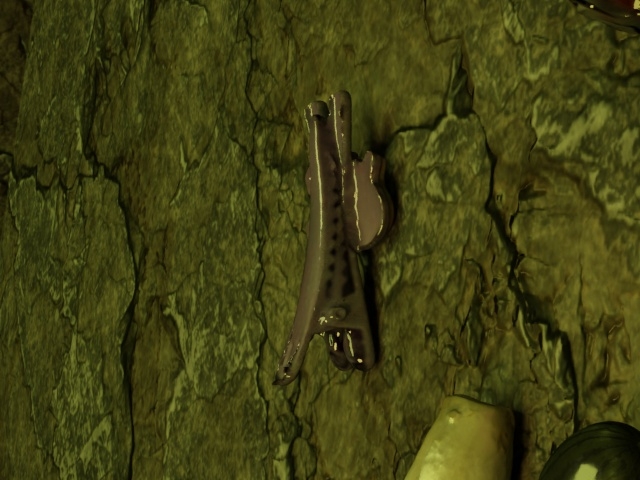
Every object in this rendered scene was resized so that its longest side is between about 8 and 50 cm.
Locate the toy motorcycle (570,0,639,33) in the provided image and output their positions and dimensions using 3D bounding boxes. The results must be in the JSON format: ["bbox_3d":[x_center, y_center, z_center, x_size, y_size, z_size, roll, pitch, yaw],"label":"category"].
[{"bbox_3d":[0.215,-0.197,1.338,0.212,0.118,0.084,3,70,66],"label":"toy motorcycle"}]

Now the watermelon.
[{"bbox_3d":[0.193,0.170,1.330,0.078,0.078,0.110,-105,33,-41],"label":"watermelon"}]

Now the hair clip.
[{"bbox_3d":[0.013,0.006,1.788,0.137,0.090,0.278,161,120,-64],"label":"hair clip"}]

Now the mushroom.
[{"bbox_3d":[0.077,0.285,1.539,0.123,0.095,0.351,-95,22,-69],"label":"mushroom"}]
